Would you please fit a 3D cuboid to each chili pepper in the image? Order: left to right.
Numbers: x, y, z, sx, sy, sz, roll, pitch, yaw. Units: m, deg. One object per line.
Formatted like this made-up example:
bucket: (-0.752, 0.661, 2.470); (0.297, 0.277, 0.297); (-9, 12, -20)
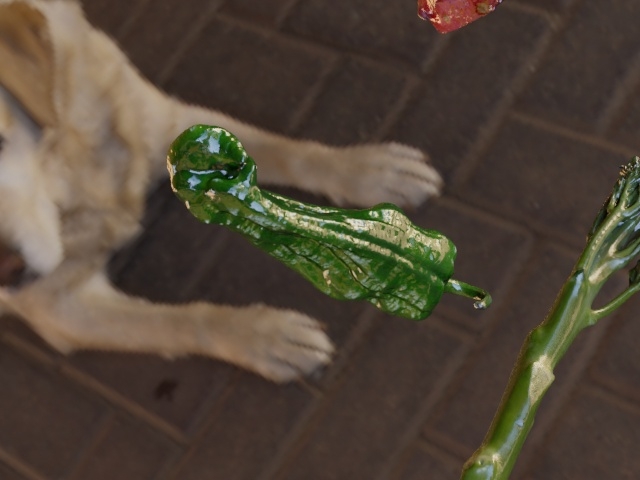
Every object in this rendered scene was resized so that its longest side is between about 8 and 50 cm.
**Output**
chili pepper: (0.003, -0.005, 1.132); (0.100, 0.257, 0.074); (-25, 52, 51)

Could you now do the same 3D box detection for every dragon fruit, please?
dragon fruit: (0.121, -0.258, 1.348); (0.153, 0.111, 0.153); (-35, 14, 10)

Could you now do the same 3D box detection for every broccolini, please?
broccolini: (0.195, 0.083, 1.209); (0.074, 0.079, 0.392); (15, 57, 25)
